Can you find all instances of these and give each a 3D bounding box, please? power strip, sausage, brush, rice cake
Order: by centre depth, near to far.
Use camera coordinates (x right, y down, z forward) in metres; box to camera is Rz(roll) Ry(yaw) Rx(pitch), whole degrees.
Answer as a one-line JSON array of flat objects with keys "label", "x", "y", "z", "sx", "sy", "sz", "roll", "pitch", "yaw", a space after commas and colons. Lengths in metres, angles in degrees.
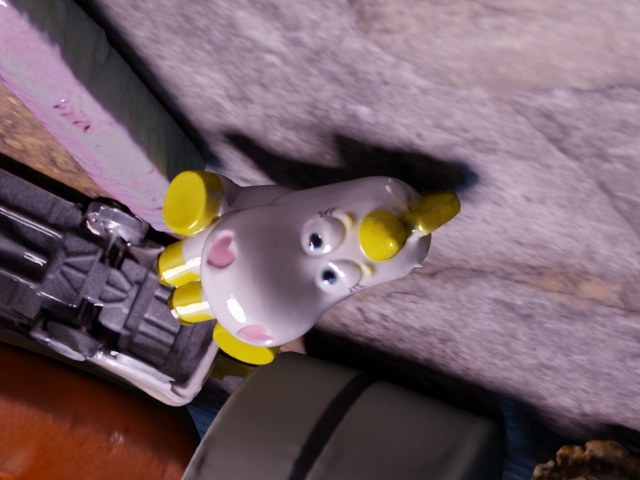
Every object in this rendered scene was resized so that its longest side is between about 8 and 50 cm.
[{"label": "rice cake", "x": -0.138, "y": -0.086, "z": 0.955, "sx": 0.081, "sy": 0.051, "sz": 0.290, "roll": 13, "pitch": 159, "yaw": 27}, {"label": "sausage", "x": -0.185, "y": 0.121, "z": 1.267, "sx": 0.097, "sy": 0.094, "sz": 0.348, "roll": 23, "pitch": 173, "yaw": 33}, {"label": "power strip", "x": -0.009, "y": 0.249, "z": 1.279, "sx": 0.161, "sy": 0.357, "sz": 0.357, "roll": 18, "pitch": 162, "yaw": 15}, {"label": "brush", "x": -0.044, "y": 0.098, "z": 1.436, "sx": 0.205, "sy": 0.011, "sz": 0.083, "roll": 15, "pitch": 159, "yaw": 24}]

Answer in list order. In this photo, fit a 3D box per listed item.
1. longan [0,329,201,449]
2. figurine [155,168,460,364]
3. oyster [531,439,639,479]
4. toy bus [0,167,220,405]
[{"label": "longan", "x": -0.236, "y": 0.206, "z": 1.536, "sx": 0.319, "sy": 0.319, "sz": 0.319, "roll": 22, "pitch": 162, "yaw": 7}, {"label": "figurine", "x": -0.006, "y": 0.002, "z": 0.966, "sx": 0.129, "sy": 0.109, "sz": 0.178, "roll": -17, "pitch": -179, "yaw": -19}, {"label": "oyster", "x": 0.202, "y": 0.179, "z": 1.239, "sx": 0.223, "sy": 0.083, "sz": 0.214, "roll": 1, "pitch": 166, "yaw": 13}, {"label": "toy bus", "x": -0.220, "y": -0.002, "z": 1.243, "sx": 0.342, "sy": 0.097, "sz": 0.138, "roll": 25, "pitch": 169, "yaw": -6}]
